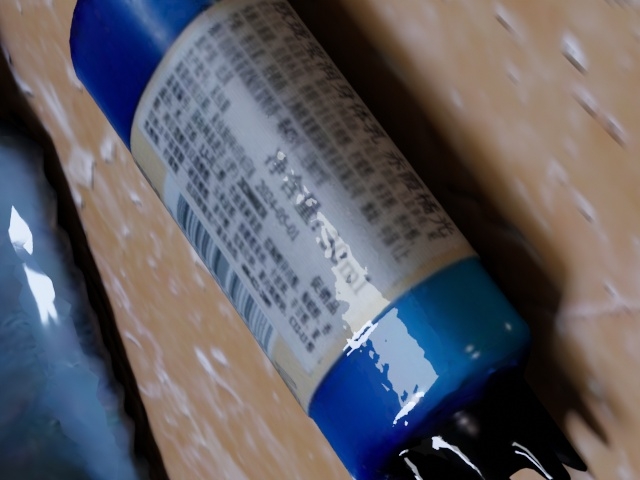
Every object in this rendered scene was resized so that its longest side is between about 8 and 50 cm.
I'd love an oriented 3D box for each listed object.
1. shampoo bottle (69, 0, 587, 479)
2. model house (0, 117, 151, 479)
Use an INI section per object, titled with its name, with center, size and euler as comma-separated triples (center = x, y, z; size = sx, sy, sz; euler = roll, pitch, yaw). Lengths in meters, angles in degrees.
[shampoo bottle]
center = 0.000, 0.000, 0.427
size = 0.183, 0.050, 0.087
euler = 55, 152, 16
[model house]
center = -0.270, 0.037, 0.779
size = 0.339, 0.297, 0.360
euler = 40, 170, -36
